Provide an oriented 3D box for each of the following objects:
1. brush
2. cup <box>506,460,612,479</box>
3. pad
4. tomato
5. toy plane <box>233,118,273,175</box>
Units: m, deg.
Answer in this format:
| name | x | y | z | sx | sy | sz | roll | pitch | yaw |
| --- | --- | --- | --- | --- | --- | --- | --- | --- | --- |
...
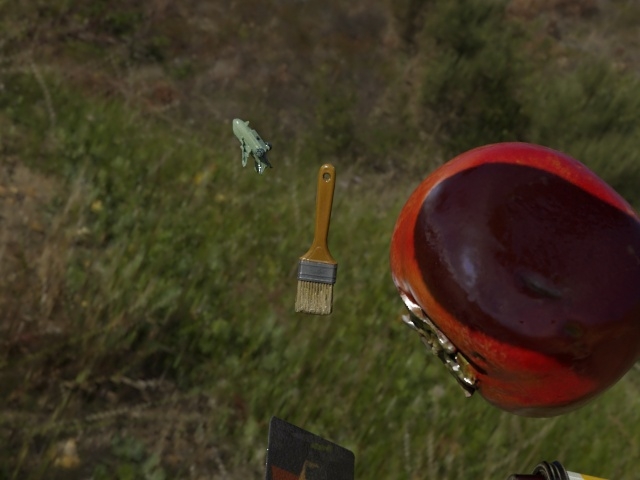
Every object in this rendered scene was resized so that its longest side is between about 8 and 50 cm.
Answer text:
| name | x | y | z | sx | sy | sz | roll | pitch | yaw |
| --- | --- | --- | --- | --- | --- | --- | --- | --- | --- |
| brush | 0.000 | 0.000 | 1.309 | 0.043 | 0.170 | 0.014 | 7 | 13 | 5 |
| cup | 0.317 | 0.330 | 1.217 | 0.280 | 0.196 | 0.196 | 6 | 26 | -2 |
| pad | -0.012 | 0.289 | 1.169 | 0.143 | 0.003 | 0.211 | 33 | 51 | -44 |
| tomato | 0.244 | 0.047 | 1.437 | 0.325 | 0.290 | 0.293 | 48 | -14 | 19 |
| toy plane | -0.089 | -0.128 | 1.603 | 0.083 | 0.033 | 0.080 | 60 | 30 | -11 |
